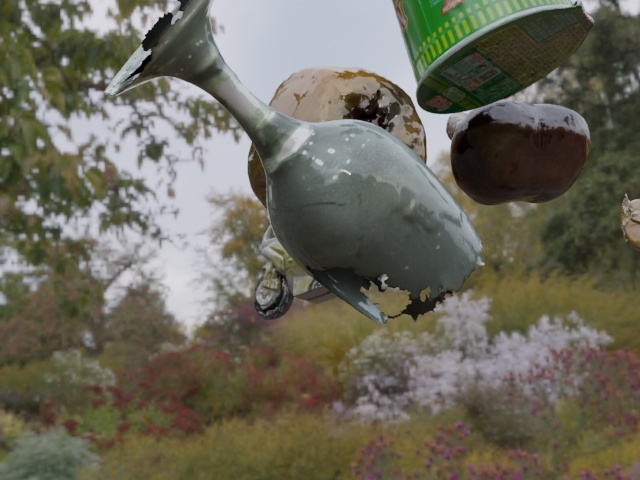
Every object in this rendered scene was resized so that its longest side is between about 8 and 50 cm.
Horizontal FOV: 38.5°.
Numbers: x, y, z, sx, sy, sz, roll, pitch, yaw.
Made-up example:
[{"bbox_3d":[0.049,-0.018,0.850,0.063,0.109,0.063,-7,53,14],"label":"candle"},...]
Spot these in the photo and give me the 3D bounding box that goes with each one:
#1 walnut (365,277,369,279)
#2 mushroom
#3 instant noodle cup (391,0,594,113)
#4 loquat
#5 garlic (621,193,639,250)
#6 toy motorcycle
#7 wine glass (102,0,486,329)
[{"bbox_3d":[0.038,0.008,1.254,0.105,0.105,0.124,5,4,-38],"label":"walnut"},{"bbox_3d":[0.223,-0.134,1.249,0.227,0.148,0.217,6,15,-35],"label":"mushroom"},{"bbox_3d":[0.162,-0.293,1.027,0.207,0.233,0.207,-18,-17,-6],"label":"instant noodle cup"},{"bbox_3d":[0.020,-0.090,0.976,0.187,0.176,0.234,29,-34,-5],"label":"loquat"},{"bbox_3d":[0.593,-0.027,1.663,0.094,0.113,0.074,6,-30,17],"label":"garlic"},{"bbox_3d":[0.000,0.000,1.595,0.107,0.223,0.340,21,-34,-40],"label":"toy motorcycle"},{"bbox_3d":[-0.012,-0.067,0.723,0.321,0.143,0.143,42,-32,-16],"label":"wine glass"}]
